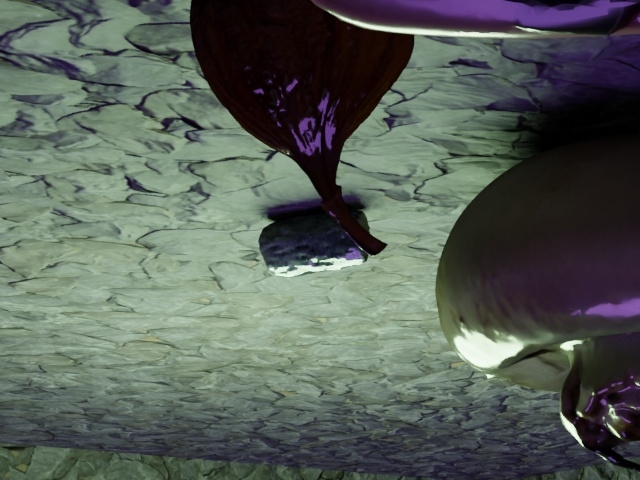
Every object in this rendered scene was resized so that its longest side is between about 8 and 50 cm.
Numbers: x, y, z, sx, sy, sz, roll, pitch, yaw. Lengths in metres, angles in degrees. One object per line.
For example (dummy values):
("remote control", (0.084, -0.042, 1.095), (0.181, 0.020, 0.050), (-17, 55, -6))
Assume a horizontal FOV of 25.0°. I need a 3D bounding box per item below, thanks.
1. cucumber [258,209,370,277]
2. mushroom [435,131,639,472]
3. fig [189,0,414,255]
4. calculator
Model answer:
("cucumber", (-0.002, 0.001, 1.449), (0.112, 0.064, 0.064), (-12, 160, 25))
("mushroom", (0.283, 0.066, 1.271), (0.362, 0.294, 0.362), (1, 162, 0))
("fig", (-0.012, -0.089, 0.931), (0.146, 0.201, 0.134), (-6, 173, 36))
("calculator", (0.150, -0.156, 0.749), (0.330, 0.048, 0.220), (-2, -153, 0))
